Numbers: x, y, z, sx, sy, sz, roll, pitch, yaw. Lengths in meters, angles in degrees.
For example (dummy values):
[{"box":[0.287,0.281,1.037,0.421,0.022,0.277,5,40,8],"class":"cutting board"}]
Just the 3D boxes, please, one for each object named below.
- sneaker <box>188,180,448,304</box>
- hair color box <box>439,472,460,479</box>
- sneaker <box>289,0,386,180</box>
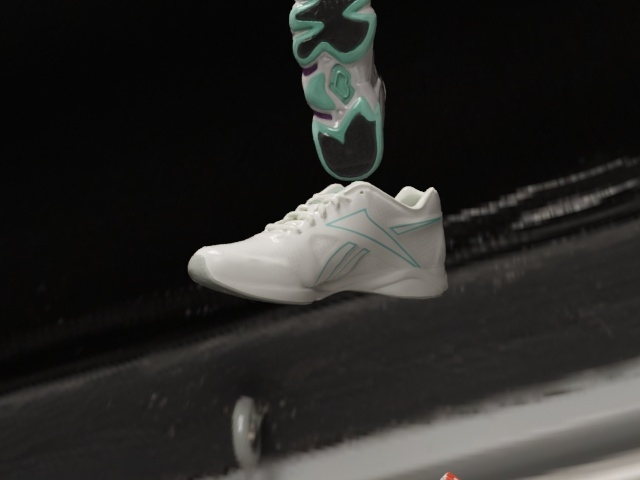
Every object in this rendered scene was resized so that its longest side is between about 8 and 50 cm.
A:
[{"box":[0.000,0.000,0.776,0.152,0.054,0.061,-3,-80,-36],"class":"sneaker"},{"box":[0.047,0.202,0.882,0.043,0.072,0.141,37,-91,9],"class":"hair color box"},{"box":[0.009,-0.079,0.689,0.038,0.069,0.098,-2,-77,5],"class":"sneaker"}]
